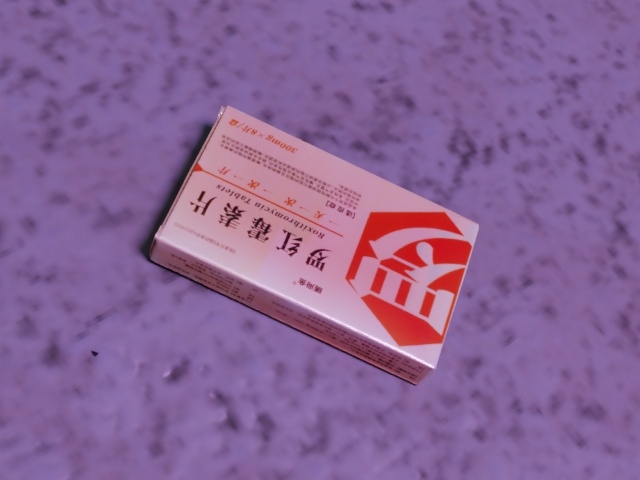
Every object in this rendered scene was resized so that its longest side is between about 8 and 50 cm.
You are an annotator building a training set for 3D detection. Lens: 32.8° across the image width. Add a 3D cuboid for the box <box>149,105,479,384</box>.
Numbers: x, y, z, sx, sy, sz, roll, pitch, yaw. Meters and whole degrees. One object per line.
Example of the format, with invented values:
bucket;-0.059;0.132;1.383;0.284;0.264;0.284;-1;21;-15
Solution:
box;0.000;0.000;0.339;0.093;0.015;0.058;25;57;-4
